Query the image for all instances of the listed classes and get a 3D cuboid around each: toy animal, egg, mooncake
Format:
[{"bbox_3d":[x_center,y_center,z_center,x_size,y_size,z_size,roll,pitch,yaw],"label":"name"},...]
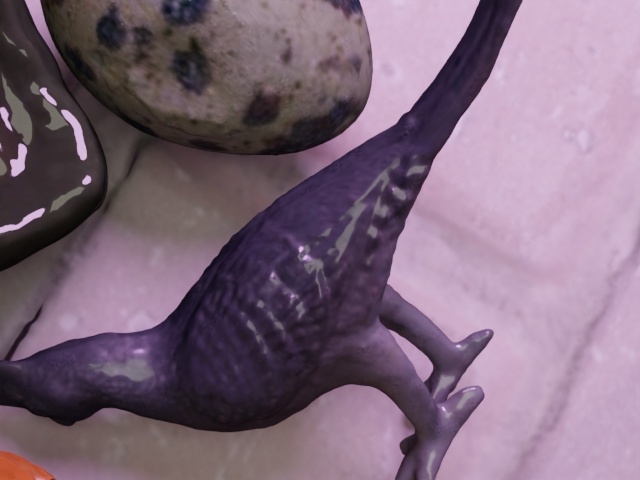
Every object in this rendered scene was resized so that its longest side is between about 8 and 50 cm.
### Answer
[{"bbox_3d":[0.009,0.034,0.533,0.367,0.081,0.206,-36,113,14],"label":"toy animal"},{"bbox_3d":[-0.055,-0.114,0.547,0.181,0.141,0.141,34,77,-8],"label":"egg"},{"bbox_3d":[-0.171,-0.069,0.508,0.104,0.175,0.168,-24,43,-9],"label":"mooncake"}]

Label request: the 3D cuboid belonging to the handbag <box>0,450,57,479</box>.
[{"bbox_3d":[-0.165,0.306,0.405,0.303,0.116,0.410,-22,109,-10],"label":"handbag"}]
